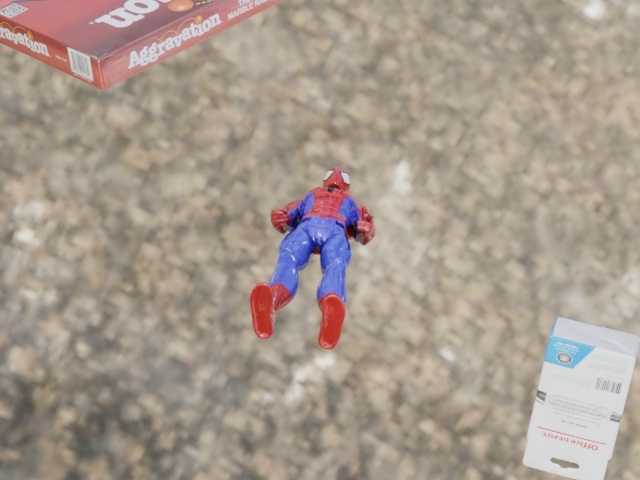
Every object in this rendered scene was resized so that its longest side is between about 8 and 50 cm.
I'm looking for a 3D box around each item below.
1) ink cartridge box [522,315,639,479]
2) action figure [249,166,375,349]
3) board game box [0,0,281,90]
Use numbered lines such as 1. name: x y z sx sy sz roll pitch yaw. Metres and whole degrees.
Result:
1. ink cartridge box: 0.143 0.088 1.000 0.048 0.083 0.028 14 26 10
2. action figure: 0.000 0.000 0.638 0.038 0.030 0.115 5 22 5
3. board game box: -0.092 -0.191 1.297 0.281 0.027 0.145 -32 41 -34
